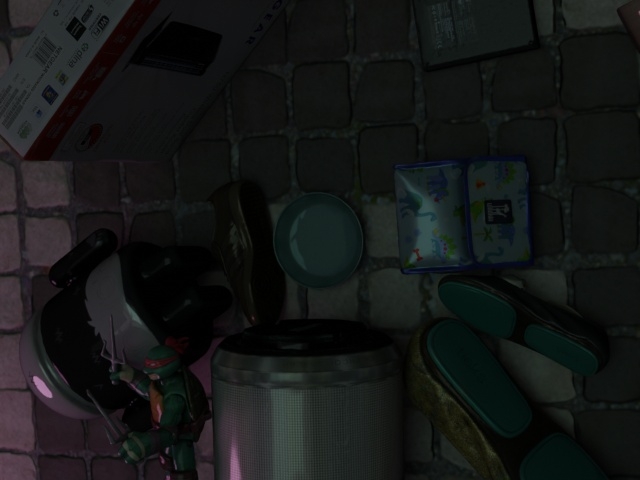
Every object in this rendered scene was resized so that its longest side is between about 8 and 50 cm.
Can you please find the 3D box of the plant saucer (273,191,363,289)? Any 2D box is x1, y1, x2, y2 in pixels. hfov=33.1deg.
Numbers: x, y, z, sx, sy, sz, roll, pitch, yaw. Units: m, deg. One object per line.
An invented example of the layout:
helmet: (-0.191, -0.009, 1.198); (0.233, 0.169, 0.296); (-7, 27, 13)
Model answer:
plant saucer: (0.000, 0.000, 1.321); (0.119, 0.021, 0.119); (1, 93, 23)

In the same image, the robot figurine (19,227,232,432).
robot figurine: (-0.246, 0.110, 1.353); (0.278, 0.173, 0.209); (-34, 38, 20)

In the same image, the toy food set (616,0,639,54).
toy food set: (0.488, -0.214, 1.081); (0.306, 0.092, 0.219); (-28, 94, 23)

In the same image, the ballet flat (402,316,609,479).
ballet flat: (0.215, 0.240, 1.205); (0.123, 0.123, 0.348); (-44, 75, 19)

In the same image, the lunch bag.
lunch bag: (0.162, -0.028, 1.218); (0.151, 0.096, 0.128); (-3, 90, 8)

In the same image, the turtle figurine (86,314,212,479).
turtle figurine: (-0.179, 0.201, 1.202); (0.118, 0.175, 0.234); (-12, 108, -2)

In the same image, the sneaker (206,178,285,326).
sneaker: (-0.096, 0.021, 1.349); (0.071, 0.066, 0.188); (-13, 83, 39)

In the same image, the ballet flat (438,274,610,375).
ballet flat: (0.231, 0.083, 1.208); (0.203, 0.074, 0.074); (26, 103, 17)

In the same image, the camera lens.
camera lens: (-0.014, 0.234, 1.234); (0.219, 0.219, 0.274); (0, 94, 22)

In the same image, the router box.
router box: (-0.182, -0.240, 1.230); (0.082, 0.301, 0.335); (44, 109, 14)

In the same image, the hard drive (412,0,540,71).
hard drive: (0.176, -0.252, 1.231); (0.135, 0.022, 0.094); (-9, 90, 23)
